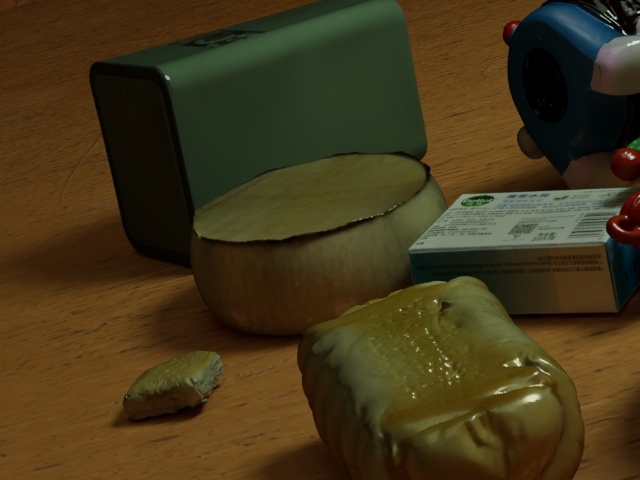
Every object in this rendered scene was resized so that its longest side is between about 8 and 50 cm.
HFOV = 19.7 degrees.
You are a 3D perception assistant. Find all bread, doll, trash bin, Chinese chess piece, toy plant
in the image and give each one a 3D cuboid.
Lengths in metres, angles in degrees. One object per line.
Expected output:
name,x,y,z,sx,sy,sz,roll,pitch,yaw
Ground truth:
bread,-0.130,0.129,1.625,0.083,0.035,0.070,-15,17,15
doll,0.354,-0.198,1.932,0.310,0.284,0.240,-18,61,-27
bread,0.086,0.125,1.351,0.173,0.121,0.311,-18,19,-5
trash bin,-0.063,-0.138,2.065,0.343,0.222,0.158,-25,22,-35
Chinese chess piece,0.000,0.000,1.800,0.257,0.104,0.257,-12,18,4
toy plant,0.339,-0.043,1.642,0.240,0.088,0.154,3,40,-20

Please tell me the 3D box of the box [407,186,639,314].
box,0.197,0.010,1.687,0.194,0.073,0.139,-2,21,30
